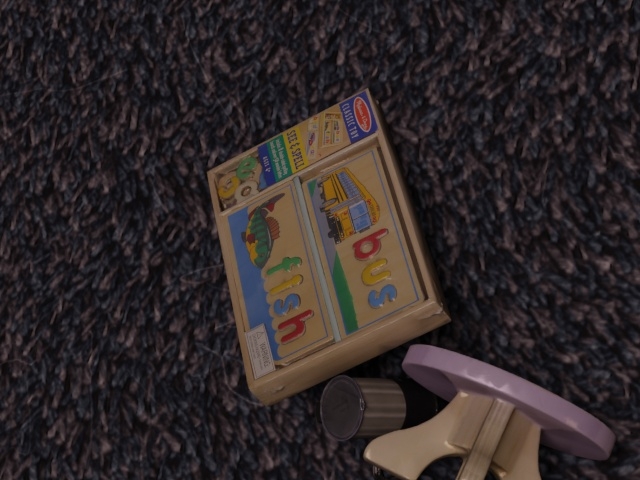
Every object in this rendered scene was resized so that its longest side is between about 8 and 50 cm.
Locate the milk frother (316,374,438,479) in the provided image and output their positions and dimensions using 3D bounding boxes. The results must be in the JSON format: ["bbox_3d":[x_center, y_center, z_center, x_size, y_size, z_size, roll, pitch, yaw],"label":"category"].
[{"bbox_3d":[0.071,0.253,1.842,0.129,0.134,0.143,-38,57,42],"label":"milk frother"}]

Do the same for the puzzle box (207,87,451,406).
[{"bbox_3d":[0.000,0.000,1.914,0.272,0.052,0.409,-26,47,12],"label":"puzzle box"}]

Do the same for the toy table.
[{"bbox_3d":[0.202,0.254,1.743,0.274,0.252,0.161,22,73,18],"label":"toy table"}]
